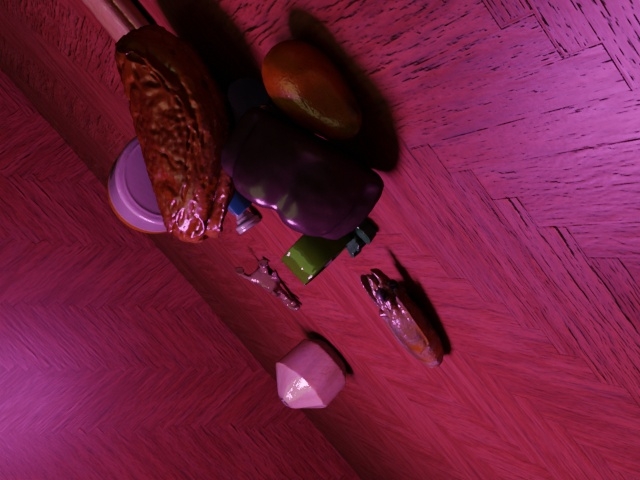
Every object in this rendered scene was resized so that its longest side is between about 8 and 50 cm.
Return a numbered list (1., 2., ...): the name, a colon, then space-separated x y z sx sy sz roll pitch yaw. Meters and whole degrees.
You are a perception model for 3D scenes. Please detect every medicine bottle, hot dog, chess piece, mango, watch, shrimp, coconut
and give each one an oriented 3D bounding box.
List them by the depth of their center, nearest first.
1. mango: -0.012 -0.208 1.018 0.165 0.089 0.115 47 153 -11
2. hot dog: -0.232 -0.188 1.282 0.267 0.174 0.388 -98 -6 -78
3. watch: 0.000 0.000 1.335 0.131 0.152 0.165 49 164 3
4. shrimp: 0.151 0.148 1.437 0.168 0.077 0.317 30 159 49
5. chess piece: -0.199 -0.074 1.789 0.103 0.067 0.067 57 162 -4
6. medicine bottle: -0.402 -0.144 1.810 0.238 0.238 0.232 50 160 -10
7. coconut: -0.037 0.418 2.215 0.202 0.222 0.202 39 155 22

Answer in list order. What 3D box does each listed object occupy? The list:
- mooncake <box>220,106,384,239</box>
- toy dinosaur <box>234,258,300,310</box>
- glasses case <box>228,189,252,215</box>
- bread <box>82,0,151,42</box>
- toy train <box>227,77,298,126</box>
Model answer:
1. mooncake: -0.029 -0.103 1.095 0.245 0.133 0.245 33 -167 -9
2. toy dinosaur: -0.173 0.116 2.133 0.251 0.072 0.200 19 159 37
3. glasses case: -0.269 -0.190 1.668 0.301 0.070 0.117 52 174 -12
4. bread: -0.403 -0.447 1.438 0.178 0.060 0.139 49 163 -7
5. toy train: -0.103 -0.180 1.296 0.159 0.101 0.248 57 167 23
